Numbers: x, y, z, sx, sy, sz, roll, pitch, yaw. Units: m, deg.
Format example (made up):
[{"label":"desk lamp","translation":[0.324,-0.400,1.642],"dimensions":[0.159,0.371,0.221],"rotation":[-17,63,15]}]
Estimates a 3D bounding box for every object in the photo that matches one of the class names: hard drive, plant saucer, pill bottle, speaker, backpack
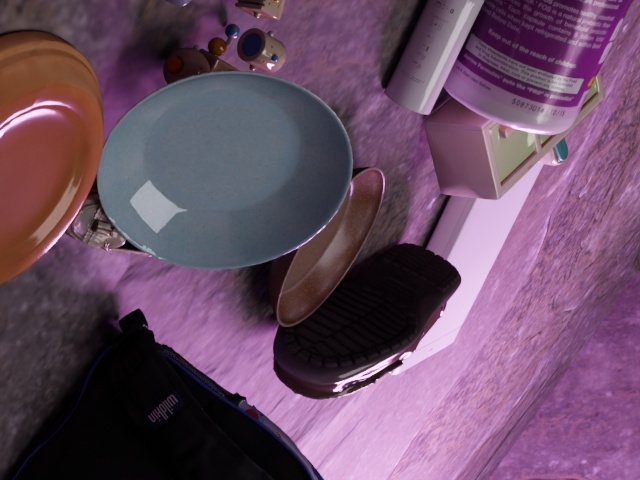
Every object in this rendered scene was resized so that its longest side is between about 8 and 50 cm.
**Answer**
[{"label":"hard drive","translation":[0.208,0.015,1.856],"dimensions":[0.233,0.047,0.353],"rotation":[-17,135,-60]},{"label":"plant saucer","translation":[0.000,0.000,1.379],"dimensions":[0.198,0.036,0.198],"rotation":[-51,162,-23]},{"label":"pill bottle","translation":[0.254,-0.280,1.375],"dimensions":[0.169,0.169,0.301],"rotation":[-25,143,-55]},{"label":"speaker","translation":[0.118,-0.202,1.343],"dimensions":[0.055,0.055,0.136],"rotation":[-12,130,-62]},{"label":"plant saucer","translation":[-0.073,-0.059,0.982],"dimensions":[0.195,0.037,0.195],"rotation":[-6,134,-6]},{"label":"backpack","translation":[-0.124,0.250,1.146],"dimensions":[0.276,0.263,0.213],"rotation":[-57,159,-4]},{"label":"plant saucer","translation":[-0.212,-0.042,0.860],"dimensions":[0.200,0.037,0.200],"rotation":[-46,157,-27]}]

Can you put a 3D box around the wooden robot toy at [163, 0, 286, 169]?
[{"label":"wooden robot toy","translation":[-0.082,-0.129,0.990],"dimensions":[0.079,0.076,0.173],"rotation":[21,100,-58]}]

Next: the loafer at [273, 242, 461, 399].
[{"label":"loafer","translation":[0.060,0.119,1.550],"dimensions":[0.366,0.134,0.130],"rotation":[-25,141,-55]}]

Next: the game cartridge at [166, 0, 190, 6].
[{"label":"game cartridge","translation":[-0.012,-0.347,0.854],"dimensions":[0.355,0.068,0.230],"rotation":[-50,162,-20]}]

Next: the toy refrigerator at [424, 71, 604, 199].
[{"label":"toy refrigerator","translation":[0.248,-0.162,1.585],"dimensions":[0.269,0.094,0.102],"rotation":[-40,126,-37]}]

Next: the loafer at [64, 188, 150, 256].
[{"label":"loafer","translation":[-0.159,-0.011,1.016],"dimensions":[0.045,0.039,0.125],"rotation":[-59,159,5]}]

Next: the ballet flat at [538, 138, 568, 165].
[{"label":"ballet flat","translation":[0.291,-0.174,1.747],"dimensions":[0.057,0.052,0.168],"rotation":[-46,126,-44]}]
